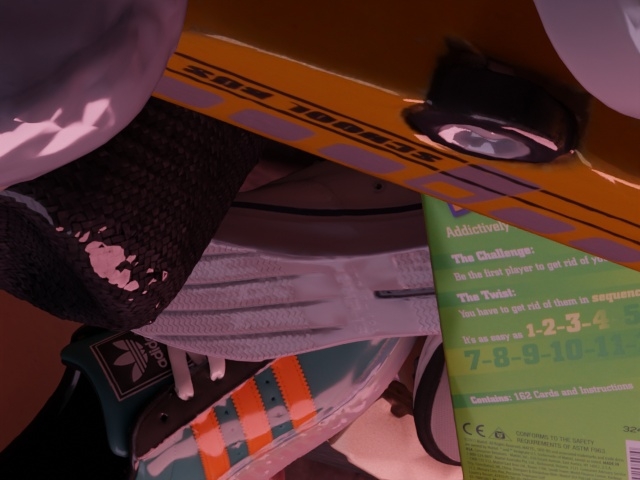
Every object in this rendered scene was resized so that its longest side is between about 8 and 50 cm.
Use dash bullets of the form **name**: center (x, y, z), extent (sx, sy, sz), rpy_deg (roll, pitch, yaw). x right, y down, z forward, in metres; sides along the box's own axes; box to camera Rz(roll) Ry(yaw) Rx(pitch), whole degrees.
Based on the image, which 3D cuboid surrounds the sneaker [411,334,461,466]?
- **sneaker**: center (0.138, 0.062, 0.956), extent (0.100, 0.108, 0.271), rpy_deg (23, 143, -28)

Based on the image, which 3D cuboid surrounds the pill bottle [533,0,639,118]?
- **pill bottle**: center (0.166, -0.078, 0.398), extent (0.136, 0.136, 0.245), rpy_deg (25, 164, -40)

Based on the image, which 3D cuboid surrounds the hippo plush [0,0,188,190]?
- **hippo plush**: center (-0.139, -0.081, 0.387), extent (0.294, 0.234, 0.236), rpy_deg (12, 148, 3)

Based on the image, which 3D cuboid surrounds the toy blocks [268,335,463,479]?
- **toy blocks**: center (0.103, 0.099, 1.214), extent (0.288, 0.309, 0.260), rpy_deg (31, -164, -20)

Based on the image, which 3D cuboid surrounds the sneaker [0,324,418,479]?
- **sneaker**: center (-0.061, 0.069, 1.043), extent (0.121, 0.302, 0.108), rpy_deg (26, -157, -50)

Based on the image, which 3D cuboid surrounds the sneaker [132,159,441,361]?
- **sneaker**: center (0.000, 0.000, 0.971), extent (0.258, 0.091, 0.094), rpy_deg (0, 132, 17)

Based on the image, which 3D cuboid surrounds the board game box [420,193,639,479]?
- **board game box**: center (0.112, 0.019, 0.841), extent (0.124, 0.039, 0.259), rpy_deg (5, 130, 21)

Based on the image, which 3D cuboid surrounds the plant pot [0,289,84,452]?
- **plant pot**: center (-0.219, 0.024, 1.112), extent (0.191, 0.284, 0.284), rpy_deg (48, -173, 31)

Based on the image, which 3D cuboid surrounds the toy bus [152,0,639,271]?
- **toy bus**: center (0.102, -0.055, 0.642), extent (0.332, 0.108, 0.130), rpy_deg (19, 167, -21)

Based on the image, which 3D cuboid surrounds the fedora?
- **fedora**: center (-0.125, -0.052, 0.820), extent (0.334, 0.152, 0.334), rpy_deg (14, 168, 3)
